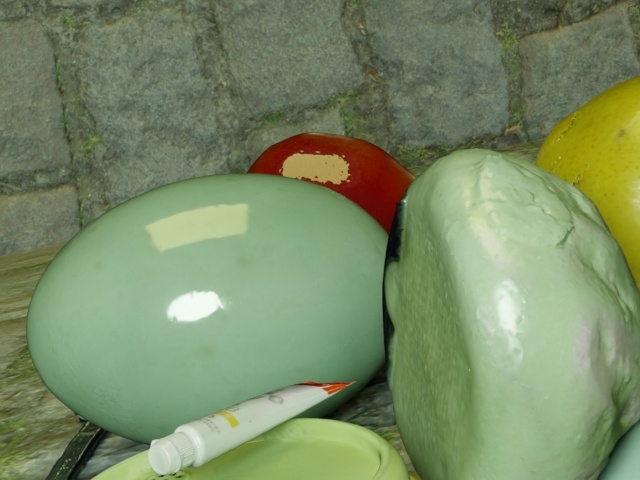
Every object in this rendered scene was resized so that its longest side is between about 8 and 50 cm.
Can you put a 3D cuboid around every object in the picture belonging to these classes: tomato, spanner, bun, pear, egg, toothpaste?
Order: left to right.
[{"bbox_3d":[-0.259,0.219,1.254,0.093,0.026,0.325,-11,10,7],"label":"spanner"},{"bbox_3d":[-0.101,0.071,1.166,0.388,0.276,0.276,-7,9,-8],"label":"egg"},{"bbox_3d":[-0.049,0.128,0.834,0.048,0.031,0.190,-8,6,40],"label":"toothpaste"},{"bbox_3d":[0.000,0.000,1.544,0.298,0.299,0.226,-7,32,25],"label":"tomato"},{"bbox_3d":[0.162,0.074,0.871,0.187,0.293,0.293,-8,9,-11],"label":"bun"},{"bbox_3d":[0.361,-0.013,1.078,0.336,0.285,0.285,38,38,28],"label":"pear"}]

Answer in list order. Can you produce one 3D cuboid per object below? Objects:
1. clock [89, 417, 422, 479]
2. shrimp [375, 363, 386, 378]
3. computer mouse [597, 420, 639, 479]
[{"bbox_3d":[-0.056,0.214,0.767,0.286,0.117,0.348,-10,10,5],"label":"clock"},{"bbox_3d":[0.170,0.078,1.302,0.342,0.117,0.145,-17,9,5],"label":"shrimp"},{"bbox_3d":[0.314,0.133,0.873,0.159,0.097,0.288,-2,13,36],"label":"computer mouse"}]
